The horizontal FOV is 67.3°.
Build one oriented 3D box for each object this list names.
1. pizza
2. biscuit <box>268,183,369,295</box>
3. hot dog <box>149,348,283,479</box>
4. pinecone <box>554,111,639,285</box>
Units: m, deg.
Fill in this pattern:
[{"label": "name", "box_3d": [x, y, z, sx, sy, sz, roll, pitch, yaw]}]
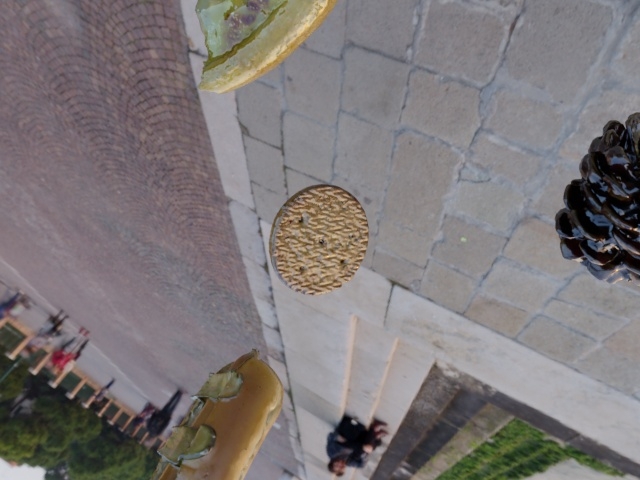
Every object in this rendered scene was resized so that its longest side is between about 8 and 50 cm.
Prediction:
[{"label": "pizza", "box_3d": [-0.113, -0.356, 0.628, 0.280, 0.075, 0.288, -43, 76, 21]}, {"label": "biscuit", "box_3d": [-0.001, -0.001, 0.791, 0.188, 0.188, 0.027, 52, 165, -30]}, {"label": "hot dog", "box_3d": [-0.117, 0.216, 0.430, 0.072, 0.270, 0.109, 40, 147, -16]}, {"label": "pinecone", "box_3d": [0.572, -0.075, 0.820, 0.242, 0.298, 0.296, -124, 25, -47]}]
